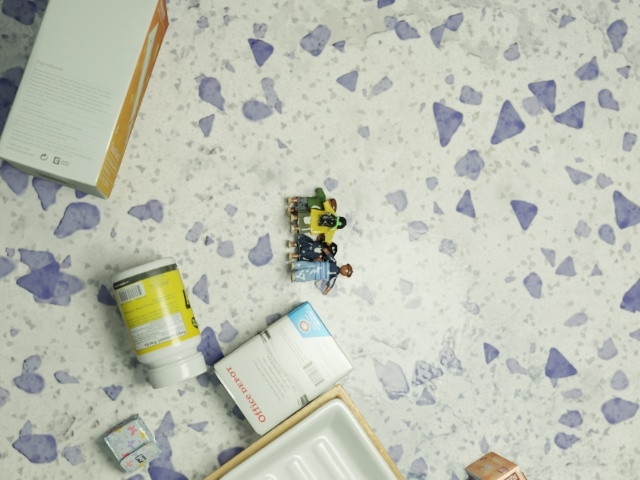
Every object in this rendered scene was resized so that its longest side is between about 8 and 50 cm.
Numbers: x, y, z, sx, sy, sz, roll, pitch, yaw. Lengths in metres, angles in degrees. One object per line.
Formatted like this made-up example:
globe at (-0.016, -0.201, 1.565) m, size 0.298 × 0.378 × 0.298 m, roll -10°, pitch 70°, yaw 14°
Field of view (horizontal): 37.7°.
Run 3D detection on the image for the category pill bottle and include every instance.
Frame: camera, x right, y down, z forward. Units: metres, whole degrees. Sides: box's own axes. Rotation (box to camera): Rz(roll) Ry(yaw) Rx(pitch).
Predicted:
pill bottle at (-0.276, 0.142, 1.620) m, size 0.119 × 0.119 × 0.208 m, roll -19°, pitch 89°, yaw -7°

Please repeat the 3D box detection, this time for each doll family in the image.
doll family at (0.000, 0.000, 1.686) m, size 0.111 × 0.076 × 0.192 m, roll 0°, pitch 92°, yaw -11°

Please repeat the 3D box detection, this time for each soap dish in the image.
soap dish at (-0.024, 0.422, 1.632) m, size 0.291 × 0.118 × 0.229 m, roll -35°, pitch 91°, yaw -8°

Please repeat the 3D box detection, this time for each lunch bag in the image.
lunch bag at (-0.325, 0.356, 1.636) m, size 0.071 × 0.053 × 0.083 m, roll -30°, pitch 99°, yaw -6°

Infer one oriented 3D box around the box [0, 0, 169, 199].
box at (-0.392, -0.265, 1.584) m, size 0.168 × 0.215 × 0.345 m, roll 18°, pitch 85°, yaw -5°

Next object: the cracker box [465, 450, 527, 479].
cracker box at (0.356, 0.495, 1.651) m, size 0.067 × 0.156 × 0.232 m, roll -31°, pitch 91°, yaw -7°

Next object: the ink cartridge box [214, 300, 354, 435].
ink cartridge box at (-0.067, 0.223, 1.655) m, size 0.203 × 0.086 × 0.148 m, roll -34°, pitch 90°, yaw -6°
